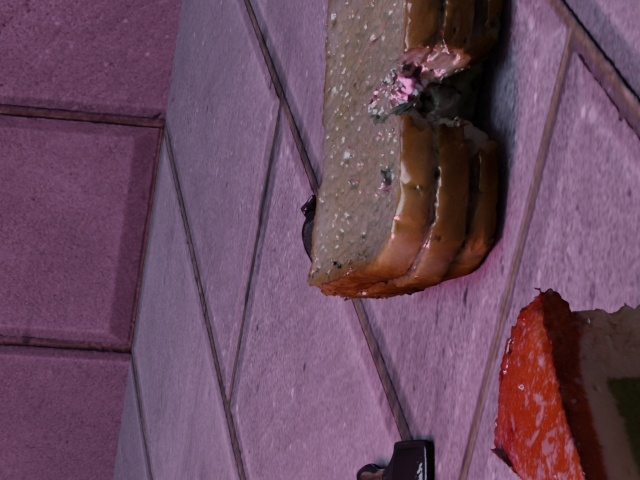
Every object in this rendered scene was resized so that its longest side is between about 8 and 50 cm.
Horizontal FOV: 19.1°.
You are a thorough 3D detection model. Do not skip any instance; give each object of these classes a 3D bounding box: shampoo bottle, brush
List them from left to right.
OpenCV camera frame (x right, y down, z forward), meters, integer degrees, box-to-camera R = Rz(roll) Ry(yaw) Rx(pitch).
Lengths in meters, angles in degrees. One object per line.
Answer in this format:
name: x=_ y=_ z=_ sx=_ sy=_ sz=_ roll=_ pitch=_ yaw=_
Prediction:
shampoo bottle: x=0.000 y=0.000 z=1.951 sx=0.137 sy=0.027 sz=0.048 roll=-108 pitch=39 yaw=-59
brush: x=0.062 y=0.204 z=1.637 sx=0.193 sy=0.016 sz=0.063 roll=152 pitch=123 yaw=-74

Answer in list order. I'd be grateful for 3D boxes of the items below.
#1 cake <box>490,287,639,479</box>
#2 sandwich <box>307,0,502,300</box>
cake: x=0.166 y=0.094 z=1.064 sx=0.220 sy=0.086 sz=0.117 roll=-145 pitch=58 yaw=-76
sandwich: x=0.071 y=-0.093 z=1.529 sx=0.249 sy=0.095 sz=0.273 roll=154 pitch=120 yaw=-71
